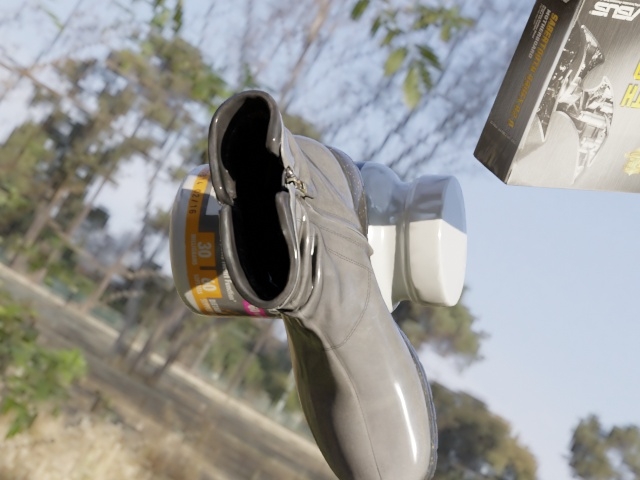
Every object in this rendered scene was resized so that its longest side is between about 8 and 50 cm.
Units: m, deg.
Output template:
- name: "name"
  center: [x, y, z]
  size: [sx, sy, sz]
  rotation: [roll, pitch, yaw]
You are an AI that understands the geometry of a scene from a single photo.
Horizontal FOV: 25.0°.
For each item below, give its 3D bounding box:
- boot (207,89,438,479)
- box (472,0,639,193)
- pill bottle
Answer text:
- name: "boot"
  center: [-0.011, 0.058, 1.187]
  size: [0.223, 0.118, 0.338]
  rotation: [21, 48, -72]
- name: "box"
  center: [0.263, -0.133, 1.255]
  size: [0.231, 0.183, 0.056]
  rotation: [3, 29, -35]
- name: "pill bottle"
  center: [0.000, 0.000, 1.466]
  size: [0.278, 0.162, 0.162]
  rotation: [0, -22, 18]
